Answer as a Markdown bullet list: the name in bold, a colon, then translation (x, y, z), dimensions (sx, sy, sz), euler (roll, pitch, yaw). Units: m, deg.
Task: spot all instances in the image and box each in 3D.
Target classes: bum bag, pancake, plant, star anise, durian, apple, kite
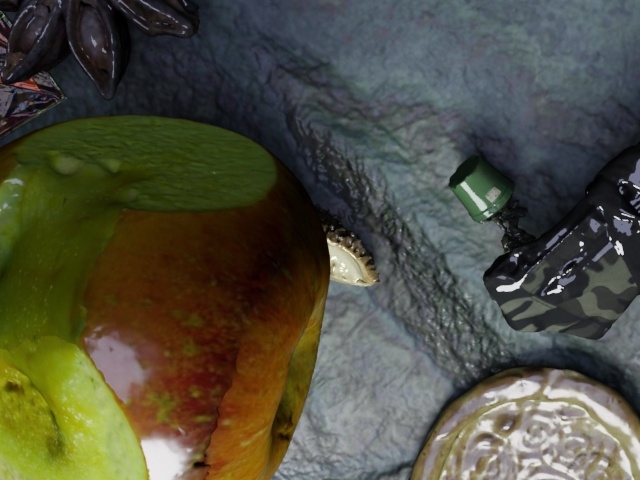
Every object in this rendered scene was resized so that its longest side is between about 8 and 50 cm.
- **bum bag**: translation (0.295, -0.035, 1.477), dimensions (0.144, 0.095, 0.340), euler (37, 102, -29)
- **pancake**: translation (0.207, 0.240, 1.573), dimensions (0.250, 0.031, 0.250), euler (1, 100, 4)
- **plant**: translation (0.164, -0.030, 1.518), dimensions (0.051, 0.051, 0.102), euler (-41, 108, 11)
- **star anise**: translation (-0.207, -0.240, 1.481), dimensions (0.223, 0.109, 0.236), euler (-34, 83, 15)
- **durian**: translation (-0.002, 0.005, 1.536), dimensions (0.130, 0.052, 0.066), euler (20, 104, 0)
- **apple**: translation (-0.173, 0.061, 1.393), dimensions (0.374, 0.384, 0.374), euler (-1, 84, 7)
- **kite**: translation (-0.297, -0.145, 1.555), dimensions (0.125, 0.008, 0.222), euler (12, 101, 2)
